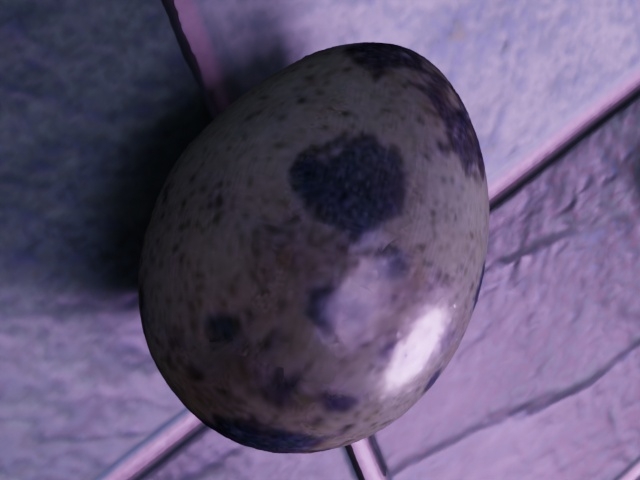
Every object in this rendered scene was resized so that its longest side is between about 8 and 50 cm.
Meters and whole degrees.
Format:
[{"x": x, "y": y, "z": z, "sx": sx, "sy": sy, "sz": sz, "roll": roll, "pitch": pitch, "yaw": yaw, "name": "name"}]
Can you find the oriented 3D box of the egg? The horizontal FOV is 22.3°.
[{"x": 0.000, "y": 0.000, "z": 0.679, "sx": 0.141, "sy": 0.141, "sz": 0.182, "roll": 34, "pitch": 78, "yaw": -43, "name": "egg"}]
